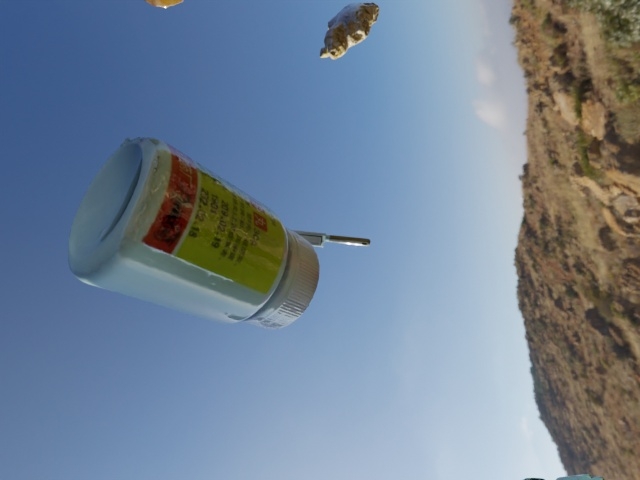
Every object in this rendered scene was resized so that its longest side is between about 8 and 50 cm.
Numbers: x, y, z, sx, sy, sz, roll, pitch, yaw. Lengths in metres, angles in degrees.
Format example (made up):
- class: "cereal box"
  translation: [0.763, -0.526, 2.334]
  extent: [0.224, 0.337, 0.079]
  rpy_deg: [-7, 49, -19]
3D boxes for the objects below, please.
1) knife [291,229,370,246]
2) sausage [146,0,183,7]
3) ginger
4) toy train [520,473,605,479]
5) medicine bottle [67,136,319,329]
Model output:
- class: "knife"
  translation: [0.000, 0.001, 1.387]
  extent: [0.027, 0.343, 0.061]
  rpy_deg: [-83, 0, -47]
- class: "sausage"
  translation: [-0.301, -0.570, 0.711]
  extent: [0.270, 0.109, 0.108]
  rpy_deg: [107, 176, -52]
- class: "ginger"
  translation: [0.066, -0.471, 0.879]
  extent: [0.074, 0.137, 0.213]
  rpy_deg: [48, -147, -22]
- class: "toy train"
  translation: [0.436, 0.510, 0.715]
  extent: [0.243, 0.188, 0.132]
  rpy_deg: [11, -123, -53]
- class: "medicine bottle"
  translation: [-0.115, 0.008, 0.412]
  extent: [0.225, 0.139, 0.139]
  rpy_deg: [33, -130, -45]
